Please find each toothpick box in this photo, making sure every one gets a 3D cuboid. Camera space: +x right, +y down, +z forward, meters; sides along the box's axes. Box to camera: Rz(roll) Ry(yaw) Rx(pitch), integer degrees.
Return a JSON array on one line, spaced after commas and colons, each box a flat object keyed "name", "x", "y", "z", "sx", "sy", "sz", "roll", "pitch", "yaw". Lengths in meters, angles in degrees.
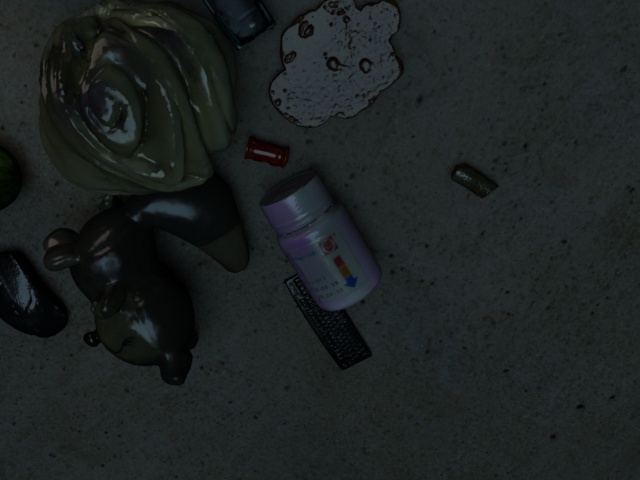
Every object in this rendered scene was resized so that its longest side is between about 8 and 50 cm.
[{"name": "toothpick box", "x": -0.102, "y": -0.168, "z": 1.401, "sx": 0.083, "sy": 0.047, "sz": 0.047, "roll": 15, "pitch": 111, "yaw": -6}]

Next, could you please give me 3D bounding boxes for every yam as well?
[{"name": "yam", "x": 0.300, "y": -0.115, "z": 1.421, "sx": 0.094, "sy": 0.043, "sz": 0.043, "roll": 33, "pitch": 109, "yaw": -11}]

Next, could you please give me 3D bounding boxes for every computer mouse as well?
[{"name": "computer mouse", "x": -0.622, "y": 0.121, "z": 1.510, "sx": 0.122, "sy": 0.073, "sz": 0.217, "roll": -31, "pitch": 107, "yaw": 13}]

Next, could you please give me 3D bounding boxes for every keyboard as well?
[{"name": "keyboard", "x": 0.016, "y": 0.170, "z": 1.553, "sx": 0.087, "sy": 0.017, "sz": 0.250, "roll": -28, "pitch": 110, "yaw": 10}]

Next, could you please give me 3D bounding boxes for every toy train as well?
[{"name": "toy train", "x": -0.226, "y": -0.518, "z": 1.238, "sx": 0.086, "sy": 0.089, "sz": 0.409, "roll": -35, "pitch": 107, "yaw": 3}]

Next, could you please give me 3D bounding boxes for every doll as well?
[{"name": "doll", "x": -0.296, "y": 0.081, "z": 1.404, "sx": 0.379, "sy": 0.252, "sz": 0.382, "roll": -27, "pitch": 116, "yaw": 11}]

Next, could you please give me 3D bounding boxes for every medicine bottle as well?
[{"name": "medicine bottle", "x": 0.000, "y": 0.000, "z": 1.413, "sx": 0.152, "sy": 0.152, "sz": 0.254, "roll": -29, "pitch": 108, "yaw": 12}]

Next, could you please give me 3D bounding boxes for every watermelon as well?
[{"name": "watermelon", "x": -0.665, "y": -0.123, "z": 1.378, "sx": 0.188, "sy": 0.140, "sz": 0.140, "roll": 8, "pitch": 112, "yaw": 1}]

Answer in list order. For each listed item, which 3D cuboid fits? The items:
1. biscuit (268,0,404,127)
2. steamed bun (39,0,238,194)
[{"name": "biscuit", "x": 0.030, "y": -0.332, "z": 1.336, "sx": 0.290, "sy": 0.041, "sz": 0.208, "roll": -40, "pitch": 107, "yaw": 14}, {"name": "steamed bun", "x": -0.321, "y": -0.251, "z": 1.231, "sx": 0.353, "sy": 0.247, "sz": 0.338, "roll": -2, "pitch": 88, "yaw": 13}]
